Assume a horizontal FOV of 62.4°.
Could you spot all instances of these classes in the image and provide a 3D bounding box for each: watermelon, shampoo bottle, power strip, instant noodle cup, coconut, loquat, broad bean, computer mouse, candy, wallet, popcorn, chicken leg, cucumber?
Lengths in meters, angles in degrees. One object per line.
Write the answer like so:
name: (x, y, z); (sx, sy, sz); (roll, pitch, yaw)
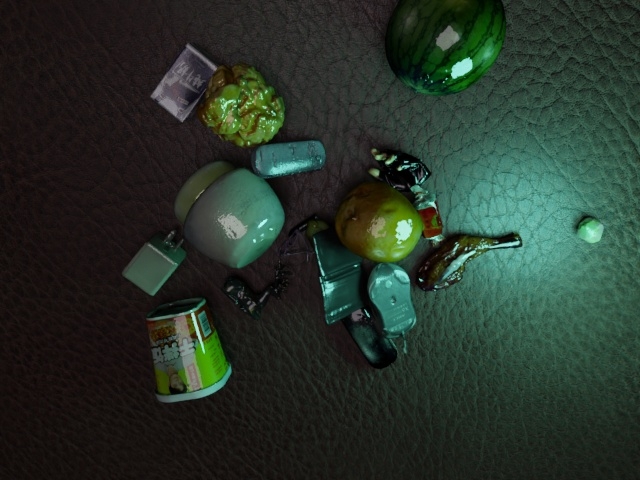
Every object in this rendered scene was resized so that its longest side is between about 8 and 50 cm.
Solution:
watermelon: (0.364, -0.601, 1.555); (0.364, 0.363, 0.362); (1, 107, 2)
shampoo bottle: (-0.290, -0.083, 1.734); (0.317, 0.322, 0.322); (39, 105, 11)
power strip: (-0.573, 0.061, 1.889); (0.139, 0.140, 0.224); (39, 105, -8)
instant noodle cup: (-0.493, 0.386, 1.938); (0.294, 0.294, 0.307); (-10, 99, 5)
coconut: (0.939, -0.038, 1.841); (0.081, 0.082, 0.083); (28, 150, -32)
loquat: (0.193, -0.052, 1.760); (0.276, 0.276, 0.284); (-42, 141, 13)
broad bean: (0.000, 0.000, 1.857); (0.082, 0.124, 0.174); (-34, 132, -21)
computer mouse: (0.260, 0.250, 1.940); (0.167, 0.090, 0.378); (-19, 107, -12)
candy: (0.375, -0.083, 1.832); (0.086, 0.059, 0.292); (-17, 125, 10)
wallet: (0.077, 0.107, 1.836); (0.041, 0.247, 0.322); (2, 105, 42)
popcorn: (-0.249, -0.424, 1.647); (0.225, 0.332, 0.264); (-11, 93, 30)
chicken leg: (0.520, 0.057, 1.878); (0.407, 0.096, 0.157); (-28, 110, 7)
cucumber: (-0.063, -0.050, 1.894); (0.133, 0.032, 0.032); (-32, 103, 12)

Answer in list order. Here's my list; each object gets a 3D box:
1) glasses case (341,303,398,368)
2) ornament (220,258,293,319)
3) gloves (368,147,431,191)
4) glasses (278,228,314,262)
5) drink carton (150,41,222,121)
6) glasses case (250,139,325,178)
glasses case: (0.179, 0.348, 1.984); (0.122, 0.075, 0.314); (-31, 103, 9)
ornament: (-0.221, 0.154, 1.940); (0.236, 0.080, 0.202); (-41, 105, 15)
gloves: (0.250, -0.248, 1.770); (0.164, 0.124, 0.203); (-34, 112, 30)
glasses: (-0.076, 0.028, 1.900); (0.104, 0.062, 0.140); (21, 131, -25)
drink carton: (-0.432, -0.514, 1.729); (0.134, 0.102, 0.222); (39, 106, -12)
glasses case: (-0.101, -0.270, 1.740); (0.283, 0.067, 0.109); (-13, 98, -37)
